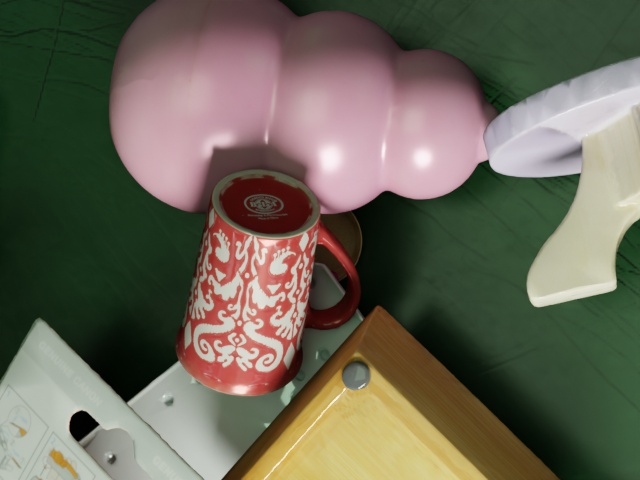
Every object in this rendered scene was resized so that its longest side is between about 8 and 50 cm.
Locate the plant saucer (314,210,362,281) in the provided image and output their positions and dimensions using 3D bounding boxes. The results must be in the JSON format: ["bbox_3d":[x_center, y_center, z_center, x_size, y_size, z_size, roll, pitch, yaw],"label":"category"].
[{"bbox_3d":[0.000,0.000,1.754,0.083,0.015,0.083,1,92,18],"label":"plant saucer"}]

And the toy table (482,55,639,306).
[{"bbox_3d":[0.283,-0.050,1.565,0.274,0.252,0.161,-18,70,16],"label":"toy table"}]

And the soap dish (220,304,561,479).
[{"bbox_3d":[0.070,0.236,1.613,0.291,0.118,0.229,44,103,12],"label":"soap dish"}]

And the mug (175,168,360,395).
[{"bbox_3d":[-0.046,0.025,1.629,0.113,0.150,0.169,36,136,28],"label":"mug"}]

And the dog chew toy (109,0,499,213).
[{"bbox_3d":[-0.011,-0.113,1.673,0.332,0.206,0.206,8,92,8],"label":"dog chew toy"}]

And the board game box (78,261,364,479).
[{"bbox_3d":[-0.032,0.282,1.736,0.390,0.050,0.390,-39,79,15],"label":"board game box"}]

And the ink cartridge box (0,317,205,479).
[{"bbox_3d":[-0.226,0.310,1.715,0.308,0.091,0.385,40,108,31],"label":"ink cartridge box"}]
